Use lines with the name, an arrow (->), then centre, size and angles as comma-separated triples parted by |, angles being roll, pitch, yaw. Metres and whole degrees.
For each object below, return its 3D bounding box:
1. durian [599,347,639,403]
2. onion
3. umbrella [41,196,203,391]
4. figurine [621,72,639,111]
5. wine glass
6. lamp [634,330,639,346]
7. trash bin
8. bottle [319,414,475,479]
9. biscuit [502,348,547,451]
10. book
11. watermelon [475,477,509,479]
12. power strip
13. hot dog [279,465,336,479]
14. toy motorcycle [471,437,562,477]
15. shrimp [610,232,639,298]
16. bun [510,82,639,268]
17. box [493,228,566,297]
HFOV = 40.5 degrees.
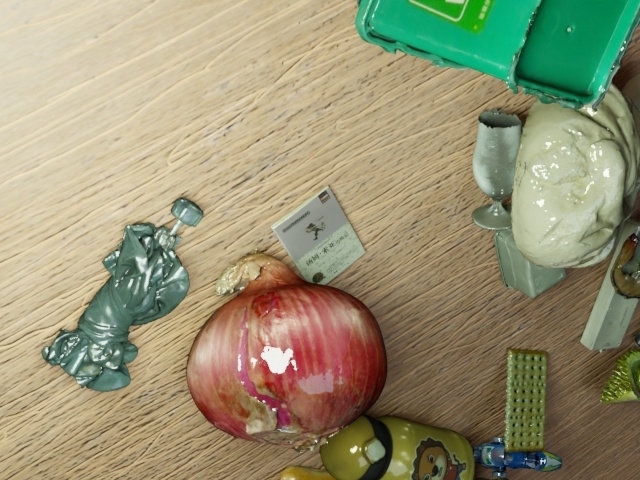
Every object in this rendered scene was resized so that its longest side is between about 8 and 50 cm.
durian -> 0.834, 0.369, 2.176 | 0.355, 0.169, 0.157 | 0, 114, -30
onion -> -0.058, 0.216, 1.466 | 0.353, 0.353, 0.353 | -15, 123, -23
umbrella -> -0.298, 0.085, 1.381 | 0.143, 0.094, 0.349 | 33, 95, -44
figurine -> 0.636, -0.231, 1.704 | 0.144, 0.182, 0.257 | 9, 124, 13
wine glass -> 0.336, -0.131, 1.628 | 0.103, 0.103, 0.222 | -20, 127, -20
lamp -> 0.912, 0.162, 2.101 | 0.182, 0.182, 0.314 | 4, 119, -33
trash bin -> 0.268, -0.345, 1.280 | 0.295, 0.381, 0.259 | 7, 114, -34
bottle -> 0.151, 0.455, 1.814 | 0.351, 0.171, 0.171 | 21, 105, -38
biscuit -> 0.470, 0.366, 1.984 | 0.139, 0.016, 0.231 | 8, 83, -35
book -> 0.000, 0.000, 1.559 | 0.127, 0.014, 0.182 | -37, 130, -7
watermelon -> 0.385, 0.691, 1.970 | 0.331, 0.189, 0.331 | 8, 90, -67
power strip -> 0.709, 0.098, 2.024 | 0.106, 0.043, 0.367 | -1, 118, -30
hot dog -> 0.004, 0.541, 1.842 | 0.269, 0.072, 0.109 | 21, 102, -39
toy motorcycle -> 0.438, 0.507, 2.027 | 0.254, 0.135, 0.092 | 12, 75, -21
shrimp -> 0.721, 0.026, 1.931 | 0.173, 0.058, 0.253 | -12, 125, -14
bun -> 0.480, -0.120, 1.572 | 0.360, 0.211, 0.360 | -37, 133, -54
box -> 0.439, 0.033, 1.790 | 0.124, 0.093, 0.172 | -31, 129, -12
